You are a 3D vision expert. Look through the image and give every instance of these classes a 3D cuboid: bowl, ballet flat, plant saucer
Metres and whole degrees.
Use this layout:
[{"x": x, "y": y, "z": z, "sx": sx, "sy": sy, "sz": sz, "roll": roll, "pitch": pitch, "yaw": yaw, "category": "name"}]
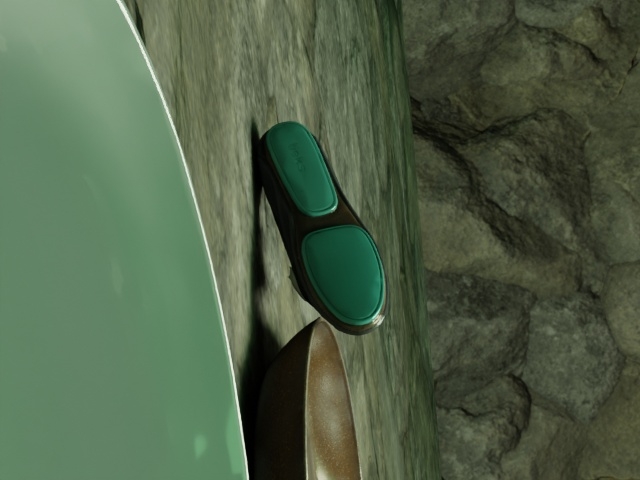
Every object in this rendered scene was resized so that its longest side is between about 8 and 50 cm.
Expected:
[{"x": -0.103, "y": 0.083, "z": 0.339, "sx": 0.298, "sy": 0.134, "sz": 0.297, "roll": -6, "pitch": 90, "yaw": -82, "category": "bowl"}, {"x": 0.000, "y": 0.000, "z": 1.283, "sx": 0.074, "sy": 0.074, "sz": 0.203, "roll": 70, "pitch": -3, "yaw": -60, "category": "ballet flat"}, {"x": -0.006, "y": 0.215, "z": 1.254, "sx": 0.310, "sy": 0.050, "sz": 0.310, "roll": -6, "pitch": 90, "yaw": -81, "category": "plant saucer"}]
